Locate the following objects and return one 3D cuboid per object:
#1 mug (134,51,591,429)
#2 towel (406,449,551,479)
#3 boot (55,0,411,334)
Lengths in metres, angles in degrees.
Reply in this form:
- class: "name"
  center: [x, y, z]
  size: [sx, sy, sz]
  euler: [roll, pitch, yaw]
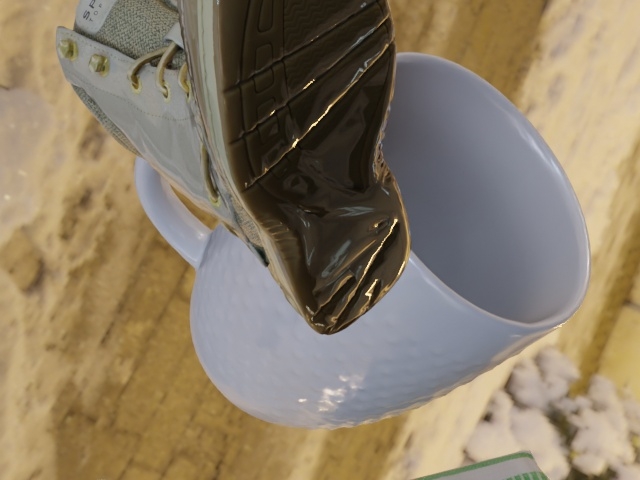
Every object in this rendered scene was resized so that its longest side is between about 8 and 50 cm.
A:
- class: "mug"
  center: [0.000, 0.000, 1.137]
  size: [0.328, 0.374, 0.276]
  euler: [-38, -161, 40]
- class: "towel"
  center: [0.118, 0.285, 1.088]
  size: [0.325, 0.248, 0.038]
  euler: [-112, -171, -75]
- class: "boot"
  center: [-0.046, -0.071, 0.485]
  size: [0.077, 0.165, 0.213]
  euler: [-38, 147, -16]
